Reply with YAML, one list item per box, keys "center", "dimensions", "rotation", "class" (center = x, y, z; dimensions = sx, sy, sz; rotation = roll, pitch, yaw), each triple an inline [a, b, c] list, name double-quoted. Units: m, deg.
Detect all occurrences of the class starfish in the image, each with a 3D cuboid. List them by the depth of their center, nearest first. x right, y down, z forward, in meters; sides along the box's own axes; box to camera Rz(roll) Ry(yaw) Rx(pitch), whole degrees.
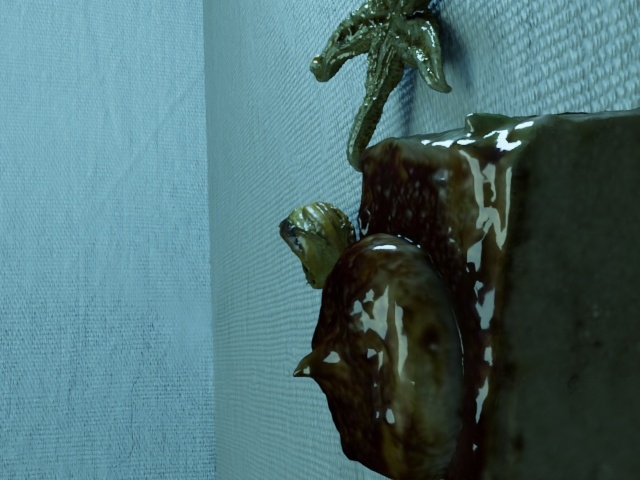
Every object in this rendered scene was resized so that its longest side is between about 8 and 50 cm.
- center: [0.069, -0.262, 0.999]
  dimensions: [0.375, 0.094, 0.327]
  rotation: [-33, 68, 63]
  class: "starfish"

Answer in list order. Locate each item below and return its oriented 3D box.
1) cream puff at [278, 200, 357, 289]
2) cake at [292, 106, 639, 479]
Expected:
- center: [0.000, 0.000, 1.216]
  dimensions: [0.119, 0.104, 0.133]
  rotation: [55, -177, -16]
  class: "cream puff"
- center: [0.122, 0.019, 0.476]
  dimensions: [0.196, 0.293, 0.199]
  rotation: [-155, 62, -72]
  class: "cake"
